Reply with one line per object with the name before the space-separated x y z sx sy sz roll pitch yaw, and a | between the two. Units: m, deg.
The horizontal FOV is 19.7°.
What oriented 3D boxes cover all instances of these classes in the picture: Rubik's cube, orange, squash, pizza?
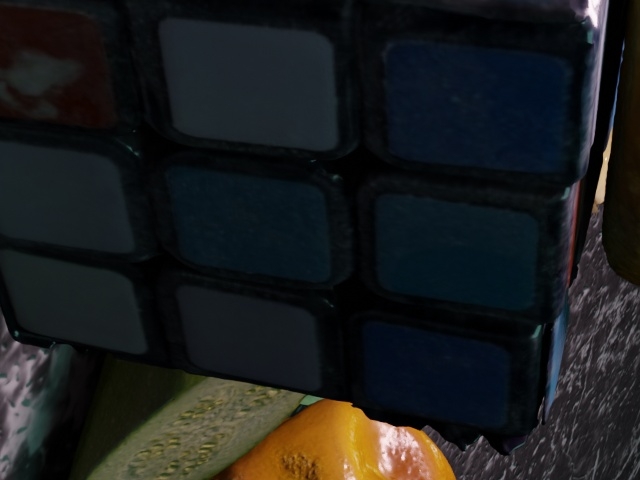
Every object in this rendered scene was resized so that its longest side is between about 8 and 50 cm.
Rubik's cube | 0.003 -0.139 1.073 0.359 0.362 0.363 80 22 -53
orange | -0.003 0.245 1.697 0.249 0.249 0.183 30 41 -67
squash | -0.084 0.135 1.433 0.189 0.189 0.260 4 103 -67
pizza | 0.205 -0.069 1.056 0.258 0.087 0.268 -48 147 -67

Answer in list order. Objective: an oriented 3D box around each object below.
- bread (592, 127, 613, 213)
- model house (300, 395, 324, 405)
bread | 0.144 -0.204 1.525 0.279 0.279 0.207 -64 156 -2
model house | 0.048 0.116 1.841 0.088 0.117 0.167 92 24 -74
